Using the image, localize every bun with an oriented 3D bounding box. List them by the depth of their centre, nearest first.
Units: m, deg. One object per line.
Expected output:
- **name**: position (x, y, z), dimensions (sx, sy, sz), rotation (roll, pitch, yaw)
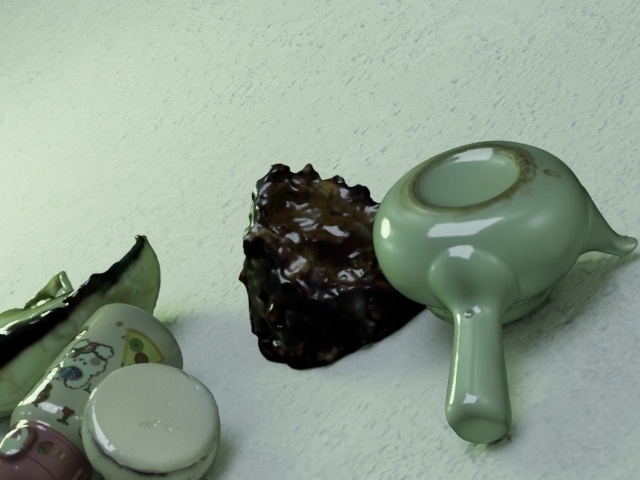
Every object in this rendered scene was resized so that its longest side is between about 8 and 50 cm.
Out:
- **bun**: position (-0.168, 0.195, 1.453), dimensions (0.138, 0.094, 0.138), rotation (8, 49, -10)

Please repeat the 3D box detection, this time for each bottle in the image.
- **bottle**: position (-0.248, 0.183, 1.524), dimensions (0.120, 0.120, 0.253), rotation (-8, 31, 35)

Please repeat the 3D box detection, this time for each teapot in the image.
- **teapot**: position (0.135, 0.033, 1.397), dimensions (0.220, 0.149, 0.318), rotation (7, 40, 38)

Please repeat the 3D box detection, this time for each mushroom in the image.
- **mushroom**: position (-0.334, 0.114, 1.745), dimensions (0.344, 0.130, 0.247), rotation (-22, 10, 9)

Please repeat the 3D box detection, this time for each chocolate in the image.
- **chocolate**: position (0.000, 0.000, 1.564), dimensions (0.206, 0.177, 0.224), rotation (-12, 31, 30)
